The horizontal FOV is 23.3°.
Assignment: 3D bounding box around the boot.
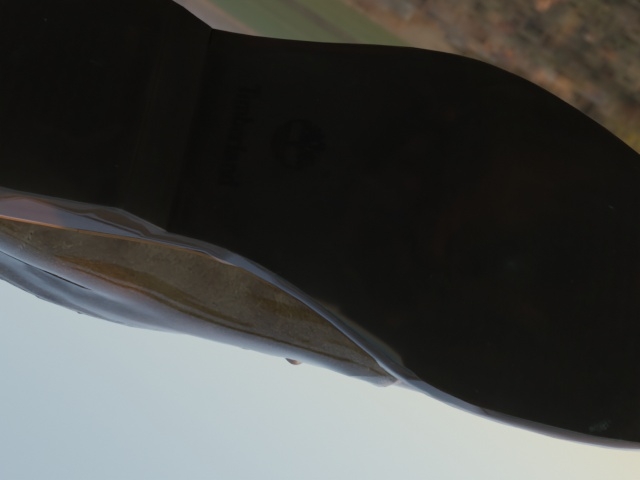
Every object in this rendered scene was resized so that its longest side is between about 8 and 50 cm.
[{"bbox_3d":[0.000,0.000,0.532,0.305,0.112,0.115,19,154,-2],"label":"boot"}]
